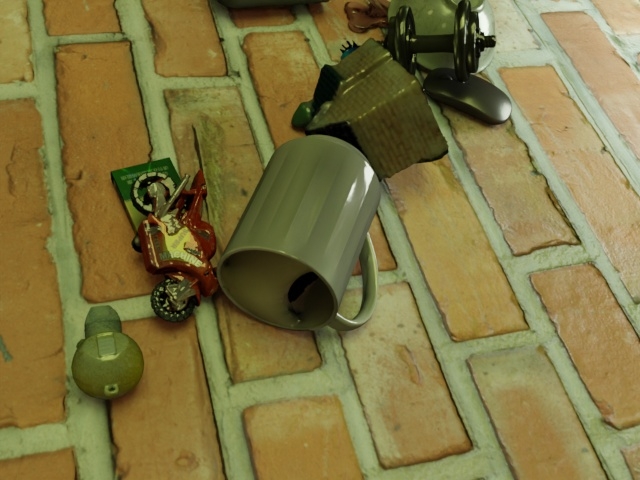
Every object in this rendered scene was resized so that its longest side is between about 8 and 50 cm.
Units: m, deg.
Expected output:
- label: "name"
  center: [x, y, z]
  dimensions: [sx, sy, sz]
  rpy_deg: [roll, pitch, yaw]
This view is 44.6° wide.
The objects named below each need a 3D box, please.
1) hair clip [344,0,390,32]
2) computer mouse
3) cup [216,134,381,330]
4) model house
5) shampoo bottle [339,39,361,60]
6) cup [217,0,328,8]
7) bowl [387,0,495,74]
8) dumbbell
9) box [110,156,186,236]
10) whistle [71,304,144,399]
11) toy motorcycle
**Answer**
- label: "hair clip"
  center: [0.142, -0.609, 2.104]
  dimensions: [0.138, 0.102, 0.123]
  rpy_deg: [17, 45, -42]
- label: "computer mouse"
  center: [0.371, -0.366, 1.950]
  dimensions: [0.232, 0.057, 0.120]
  rpy_deg: [27, 52, 8]
- label: "cup"
  center: [0.000, 0.000, 1.500]
  dimensions: [0.322, 0.236, 0.327]
  rpy_deg: [40, 47, -20]
- label: "model house"
  center: [0.083, -0.260, 1.722]
  dimensions: [0.284, 0.243, 0.298]
  rpy_deg: [-29, 33, -1]
- label: "shampoo bottle"
  center: [0.114, -0.432, 1.948]
  dimensions: [0.087, 0.050, 0.183]
  rpy_deg: [-22, 61, -28]
- label: "cup"
  center: [-0.130, -0.711, 2.011]
  dimensions: [0.312, 0.205, 0.206]
  rpy_deg: [-10, 56, -18]
- label: "bowl"
  center: [0.344, -0.595, 2.027]
  dimensions: [0.313, 0.146, 0.314]
  rpy_deg: [8, 60, -15]
- label: "dumbbell"
  center: [0.274, -0.474, 1.873]
  dimensions: [0.289, 0.192, 0.192]
  rpy_deg: [2, 50, 17]
- label: "box"
  center: [-0.326, -0.064, 1.582]
  dimensions: [0.132, 0.034, 0.235]
  rpy_deg: [-16, 59, -23]
- label: "whistle"
  center: [-0.371, 0.195, 1.349]
  dimensions: [0.122, 0.123, 0.223]
  rpy_deg: [-7, 34, -17]
- label: "toy motorcycle"
  center: [-0.263, 0.006, 1.472]
  dimensions: [0.171, 0.089, 0.298]
  rpy_deg: [-8, 74, -22]
